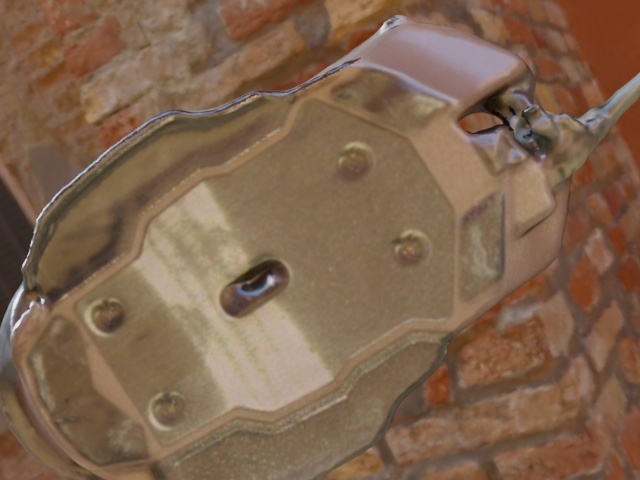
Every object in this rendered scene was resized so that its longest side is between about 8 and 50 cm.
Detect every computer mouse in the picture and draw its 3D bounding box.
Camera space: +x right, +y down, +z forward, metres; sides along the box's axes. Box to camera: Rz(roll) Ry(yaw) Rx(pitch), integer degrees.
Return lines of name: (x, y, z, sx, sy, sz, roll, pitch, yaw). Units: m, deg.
computer mouse: (-0.001, 0.000, 0.513, 0.389, 0.199, 0.115, -31, 5, 1)
